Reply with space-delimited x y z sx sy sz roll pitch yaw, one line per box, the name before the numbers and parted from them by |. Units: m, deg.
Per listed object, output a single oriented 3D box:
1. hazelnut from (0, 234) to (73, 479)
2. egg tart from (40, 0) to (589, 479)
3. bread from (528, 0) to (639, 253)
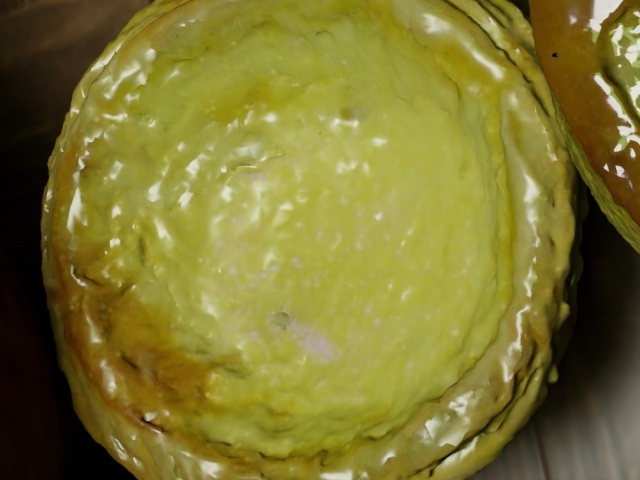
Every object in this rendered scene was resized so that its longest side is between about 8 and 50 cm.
hazelnut | -0.334 0.075 0.812 0.402 0.402 0.429 -33 70 24
egg tart | 0.000 0.000 0.791 0.294 0.123 0.294 -2 85 29
bread | 0.213 -0.087 0.632 0.269 0.148 0.270 -1 84 8
